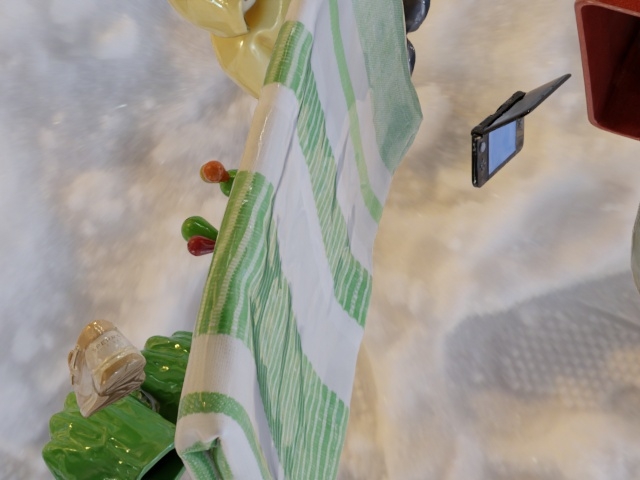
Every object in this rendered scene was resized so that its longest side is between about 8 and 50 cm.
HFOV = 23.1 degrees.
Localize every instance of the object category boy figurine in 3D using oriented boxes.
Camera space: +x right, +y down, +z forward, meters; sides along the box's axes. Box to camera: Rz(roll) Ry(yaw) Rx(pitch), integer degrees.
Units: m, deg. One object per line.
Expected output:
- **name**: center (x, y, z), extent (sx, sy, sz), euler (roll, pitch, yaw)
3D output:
- **boy figurine**: center (-0.021, -0.188, 1.156), extent (0.092, 0.285, 0.177), euler (18, 94, 28)

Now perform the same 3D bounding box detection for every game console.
- **game console**: center (0.222, -0.121, 1.723), extent (0.071, 0.122, 0.107), euler (14, 123, 29)

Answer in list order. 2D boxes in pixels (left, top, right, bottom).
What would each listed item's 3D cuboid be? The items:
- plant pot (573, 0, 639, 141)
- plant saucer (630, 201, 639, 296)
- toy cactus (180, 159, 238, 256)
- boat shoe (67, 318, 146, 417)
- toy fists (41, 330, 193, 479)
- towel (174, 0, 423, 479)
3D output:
- **plant pot**: center (0.401, -0.221, 1.407), extent (0.267, 0.267, 0.235), euler (18, 75, 18)
- **plant saucer**: center (0.375, -0.065, 0.952), extent (0.400, 0.400, 0.100), euler (-40, 57, 2)
- **toy cactus**: center (-0.032, -0.006, 1.490), extent (0.219, 0.112, 0.180), euler (-13, 73, 10)
- **boat shoe**: center (-0.189, 0.107, 1.355), extent (0.063, 0.170, 0.059), euler (-30, 81, -23)
- **toy fists**: center (-0.178, 0.188, 1.688), extent (0.142, 0.279, 0.096), euler (28, 131, 24)
- **towel**: center (0.000, 0.000, 0.798), extent (0.038, 0.248, 0.324), euler (9, 61, 14)
